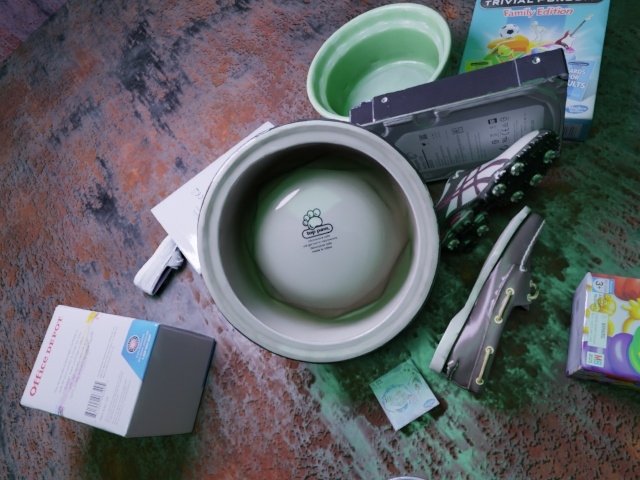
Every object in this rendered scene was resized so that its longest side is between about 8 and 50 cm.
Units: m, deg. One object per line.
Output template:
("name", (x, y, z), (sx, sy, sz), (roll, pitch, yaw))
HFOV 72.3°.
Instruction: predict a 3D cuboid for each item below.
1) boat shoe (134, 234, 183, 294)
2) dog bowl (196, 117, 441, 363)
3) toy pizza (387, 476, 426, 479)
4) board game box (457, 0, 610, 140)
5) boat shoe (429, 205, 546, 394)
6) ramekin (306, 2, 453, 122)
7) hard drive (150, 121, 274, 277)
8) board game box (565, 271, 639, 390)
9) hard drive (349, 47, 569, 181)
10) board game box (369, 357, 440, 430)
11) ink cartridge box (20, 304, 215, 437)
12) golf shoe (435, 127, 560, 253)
("boat shoe", (-0.363, 0.047, 1.043), (0.063, 0.066, 0.184), (37, 78, 7))
("dog bowl", (0.000, 0.000, 0.789), (0.408, 0.150, 0.407), (1, 96, 8))
("toy pizza", (0.144, 0.484, 0.686), (0.201, 0.032, 0.201), (-7, 67, 18))
("board game box", (0.427, -0.376, 0.896), (0.254, 0.079, 0.336), (10, 74, 24))
("boat shoe", (0.301, 0.098, 0.737), (0.097, 0.116, 0.324), (29, 86, 23))
("ramekin", (0.137, -0.332, 0.935), (0.304, 0.148, 0.303), (-12, 61, 22))
("hard drive", (-0.188, -0.104, 1.008), (0.353, 0.047, 0.233), (-40, 61, -9))
("board game box", (0.515, 0.149, 0.614), (0.275, 0.144, 0.142), (7, 73, 24))
("hard drive", (0.248, -0.196, 0.791), (0.339, 0.237, 0.064), (-7, 66, 22))
("board game box", (0.148, 0.272, 0.776), (0.090, 0.020, 0.090), (-34, 61, 5))
("ink cartridge box", (-0.400, 0.261, 0.889), (0.270, 0.197, 0.198), (5, 72, 22))
("golf shoe", (0.290, -0.102, 0.783), (0.273, 0.105, 0.120), (-50, 45, 27))
